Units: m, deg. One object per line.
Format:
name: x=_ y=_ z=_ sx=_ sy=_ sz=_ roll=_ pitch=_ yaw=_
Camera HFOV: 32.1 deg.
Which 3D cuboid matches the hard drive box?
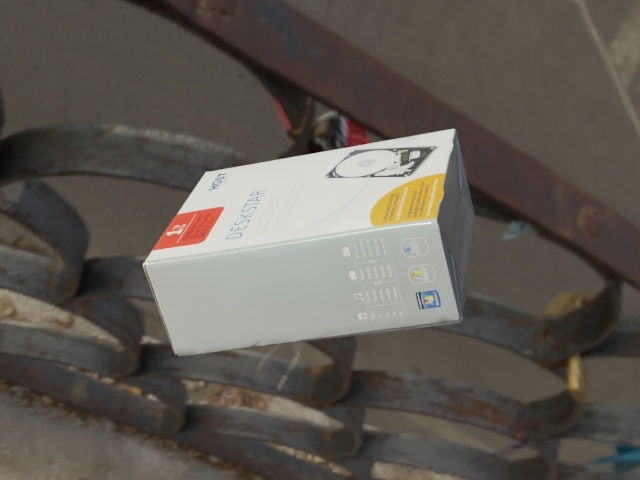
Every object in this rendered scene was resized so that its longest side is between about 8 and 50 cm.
hard drive box: x=0.000 y=0.000 z=0.905 sx=0.181 sy=0.232 sz=0.089 roll=-70 pitch=147 yaw=-61
